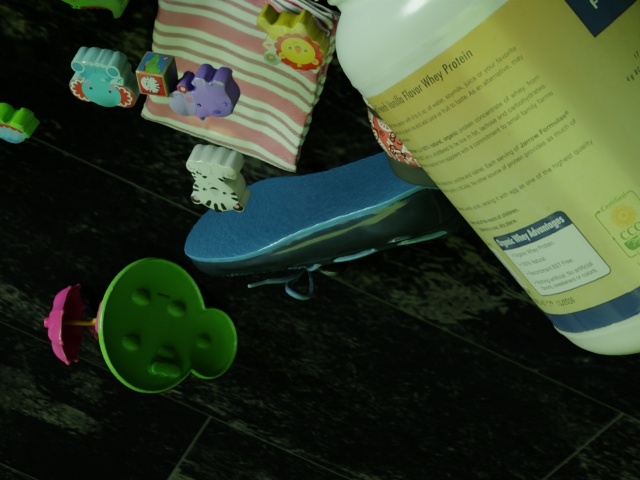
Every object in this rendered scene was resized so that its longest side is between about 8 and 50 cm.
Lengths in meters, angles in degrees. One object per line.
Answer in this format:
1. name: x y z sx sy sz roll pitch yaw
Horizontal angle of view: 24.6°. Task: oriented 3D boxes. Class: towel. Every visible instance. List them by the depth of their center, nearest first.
1. towel: -0.069 -0.135 1.175 0.144 0.029 0.197 20 143 1

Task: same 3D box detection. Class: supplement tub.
1. supplement tub: 0.153 -0.113 0.900 0.316 0.228 0.228 49 137 -9

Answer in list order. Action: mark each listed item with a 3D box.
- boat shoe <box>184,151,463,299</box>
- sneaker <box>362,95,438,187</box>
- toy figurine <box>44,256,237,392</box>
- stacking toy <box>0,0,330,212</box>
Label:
1. boat shoe: 0.000 0.000 1.250 0.258 0.109 0.089 -9 138 36
2. sneaker: 0.153 -0.108 1.057 0.270 0.090 0.145 1 141 27
3. toy figurine: -0.197 0.087 1.470 0.159 0.130 0.173 -1 165 45
4. stacking toy: -0.123 -0.113 1.072 0.221 0.167 0.052 12 141 15
